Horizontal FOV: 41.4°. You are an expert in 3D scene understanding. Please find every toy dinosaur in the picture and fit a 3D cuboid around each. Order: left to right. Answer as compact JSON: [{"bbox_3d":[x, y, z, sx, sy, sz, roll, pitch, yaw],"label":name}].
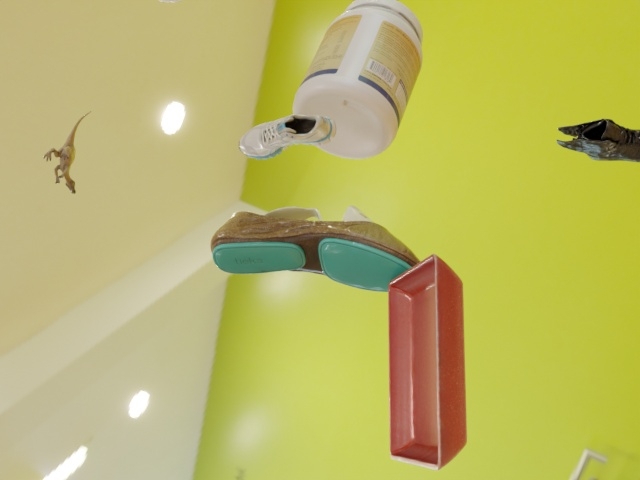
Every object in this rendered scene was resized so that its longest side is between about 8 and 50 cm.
[{"bbox_3d":[-0.533,-0.184,1.776,0.092,0.053,0.183,-56,-19,-71],"label":"toy dinosaur"}]

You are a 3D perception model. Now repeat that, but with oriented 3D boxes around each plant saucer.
[{"bbox_3d":[0.141,0.165,1.130,0.258,0.048,0.258,127,143,-76],"label":"plant saucer"}]

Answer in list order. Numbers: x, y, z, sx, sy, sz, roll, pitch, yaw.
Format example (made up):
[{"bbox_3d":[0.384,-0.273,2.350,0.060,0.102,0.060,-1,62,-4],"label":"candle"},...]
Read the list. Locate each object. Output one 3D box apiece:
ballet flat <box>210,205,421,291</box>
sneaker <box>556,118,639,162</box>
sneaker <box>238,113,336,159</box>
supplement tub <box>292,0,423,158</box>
[{"bbox_3d":[0.000,0.000,1.324,0.116,0.343,0.124,79,-161,-45],"label":"ballet flat"},{"bbox_3d":[0.475,-0.163,1.364,0.089,0.170,0.051,33,-119,-54],"label":"sneaker"},{"bbox_3d":[-0.072,-0.206,1.593,0.083,0.191,0.071,22,-124,-70],"label":"sneaker"},{"bbox_3d":[0.092,-0.357,1.839,0.228,0.229,0.316,89,-161,-54],"label":"supplement tub"}]
